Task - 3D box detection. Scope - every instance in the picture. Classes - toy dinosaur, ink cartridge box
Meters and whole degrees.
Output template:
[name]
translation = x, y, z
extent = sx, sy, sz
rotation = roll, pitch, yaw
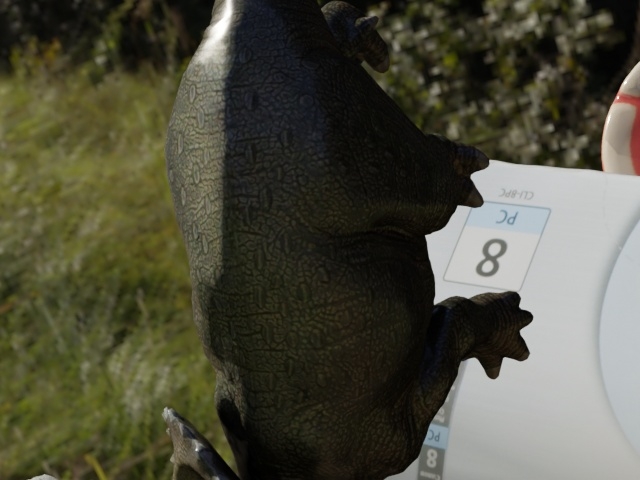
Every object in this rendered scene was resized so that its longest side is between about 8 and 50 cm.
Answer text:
[toy dinosaur]
translation = 0.000, 0.000, 0.506
extent = 0.121, 0.313, 0.160
rotation = 8, 13, 17
[ink cartridge box]
translation = 0.138, 0.152, 0.743
extent = 0.308, 0.091, 0.385
rotation = 9, 67, 39

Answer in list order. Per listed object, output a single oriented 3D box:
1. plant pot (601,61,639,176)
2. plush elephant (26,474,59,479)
[plant pot]
translation = 0.328, -0.021, 1.113
extent = 0.275, 0.243, 0.275
rotation = -14, 57, 22
[plush elephant]
translation = -0.263, 0.354, 1.040
extent = 0.330, 0.272, 0.255
rotation = -34, -6, 38
